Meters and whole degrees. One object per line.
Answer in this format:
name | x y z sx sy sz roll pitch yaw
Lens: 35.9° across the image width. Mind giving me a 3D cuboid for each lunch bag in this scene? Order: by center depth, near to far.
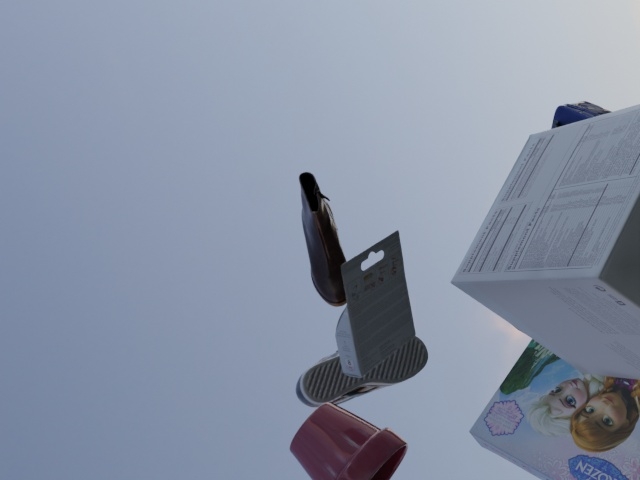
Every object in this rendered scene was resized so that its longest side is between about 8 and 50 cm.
lunch bag | 0.387 -0.165 1.463 0.065 0.098 0.067 -14 -59 -37

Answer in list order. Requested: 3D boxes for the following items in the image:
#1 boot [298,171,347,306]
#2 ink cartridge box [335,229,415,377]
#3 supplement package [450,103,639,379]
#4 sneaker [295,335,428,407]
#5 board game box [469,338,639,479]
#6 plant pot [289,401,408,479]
boot | 0.000 0.000 2.141 0.207 0.090 0.249 71 -176 -56
ink cartridge box | 0.097 0.119 1.901 0.189 0.066 0.233 -30 -67 -43
supplement package | 0.304 0.008 0.968 0.199 0.262 0.198 34 -104 -15
sneaker | 0.087 0.298 2.288 0.321 0.127 0.126 -14 -102 -20
board game box | 0.461 0.269 1.645 0.318 0.318 0.066 -53 -47 -13
plant pot | 0.046 0.425 1.965 0.201 0.180 0.201 -44 -22 -23
